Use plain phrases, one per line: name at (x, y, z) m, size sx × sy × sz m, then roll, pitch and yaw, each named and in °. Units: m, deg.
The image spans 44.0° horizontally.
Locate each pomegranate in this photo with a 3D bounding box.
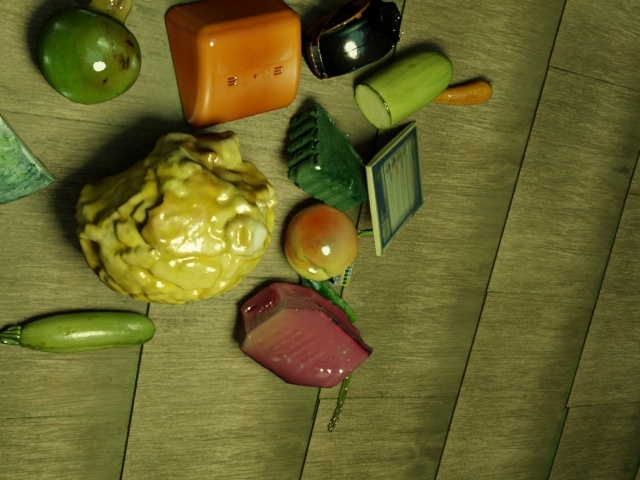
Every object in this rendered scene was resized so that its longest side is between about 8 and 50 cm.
pomegranate at (-0.410, -0.365, 1.500) m, size 0.241 × 0.159 × 0.190 m, roll -44°, pitch 124°, yaw -17°

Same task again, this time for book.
book at (0.184, -0.131, 1.911) m, size 0.322 × 0.018 × 0.228 m, roll -45°, pitch 133°, yaw -54°

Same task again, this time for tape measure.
tape measure at (0.062, -0.438, 1.728) m, size 0.223 × 0.202 × 0.135 m, roll -37°, pitch 119°, yaw -20°

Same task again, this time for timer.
timer at (-0.170, -0.369, 1.675) m, size 0.257 × 0.161 × 0.250 m, roll -19°, pitch 131°, yaw -24°

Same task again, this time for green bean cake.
green bean cake at (0.024, -0.183, 1.813) m, size 0.208 × 0.107 × 0.193 m, roll 27°, pitch 48°, yaw -36°

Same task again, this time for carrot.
carrot at (0.335, -0.365, 2.004) m, size 0.257 × 0.061 × 0.061 m, roll -13°, pitch 113°, yaw -23°

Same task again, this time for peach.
peach at (0.000, 0.000, 1.859) m, size 0.184 × 0.184 × 0.184 m, roll -11°, pitch 112°, yaw -27°

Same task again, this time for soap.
soap at (-0.047, 0.230, 1.917) m, size 0.220 × 0.127 × 0.325 m, roll -43°, pitch 122°, yaw 6°

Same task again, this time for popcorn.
popcorn at (-0.274, -0.026, 1.588) m, size 0.390 × 0.344 × 0.354 m, roll -35°, pitch 138°, yaw -2°

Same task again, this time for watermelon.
watermelon at (-0.656, -0.171, 1.459) m, size 0.290 × 0.213 × 0.320 m, roll -17°, pitch 163°, yaw 10°

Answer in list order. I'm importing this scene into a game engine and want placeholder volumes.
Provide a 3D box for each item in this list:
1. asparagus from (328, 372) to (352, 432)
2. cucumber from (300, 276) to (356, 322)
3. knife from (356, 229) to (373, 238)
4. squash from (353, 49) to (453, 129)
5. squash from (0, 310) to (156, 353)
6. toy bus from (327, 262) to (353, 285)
asparagus at (0.062, 0.402, 2.130) m, size 0.025 × 0.024 × 0.248 m, roll 17°, pitch 100°, yaw 9°
cucumber at (0.009, 0.135, 1.987) m, size 0.056 × 0.056 × 0.250 m, roll -47°, pitch 124°, yaw -9°
knife at (0.122, -0.016, 2.020) m, size 0.184 × 0.022 × 0.026 m, roll -7°, pitch 85°, yaw -28°
squash at (0.213, -0.375, 1.887) m, size 0.247 × 0.132 × 0.132 m, roll -35°, pitch 121°, yaw -19°
squash at (-0.509, 0.195, 1.678) m, size 0.341 × 0.094 × 0.094 m, roll 1°, pitch 106°, yaw -30°
toy bus at (0.052, 0.060, 1.986) m, size 0.058 × 0.052 × 0.102 m, roll 4°, pitch 106°, yaw -34°
